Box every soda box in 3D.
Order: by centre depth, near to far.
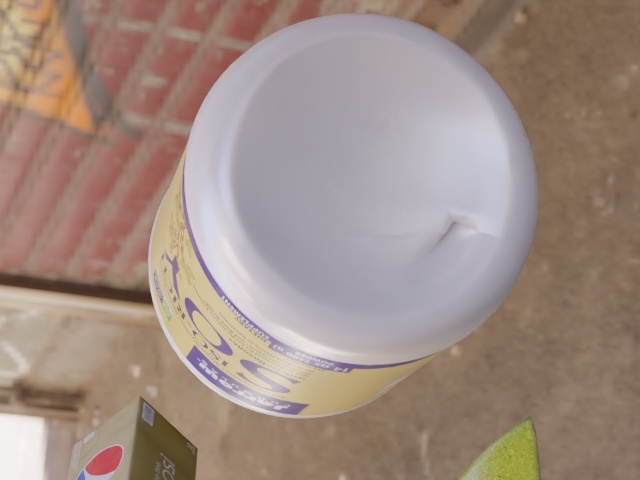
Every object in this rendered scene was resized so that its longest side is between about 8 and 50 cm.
[{"bbox_3d":[-0.118,0.175,0.950,0.061,0.058,0.181,-37,22,16],"label":"soda box"}]

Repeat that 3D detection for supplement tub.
[{"bbox_3d":[0.000,0.000,1.168,0.331,0.241,0.241,128,146,-70],"label":"supplement tub"}]

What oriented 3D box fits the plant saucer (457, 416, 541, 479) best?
[{"bbox_3d":[0.103,0.225,0.955,0.188,0.045,0.188,94,175,-63],"label":"plant saucer"}]
